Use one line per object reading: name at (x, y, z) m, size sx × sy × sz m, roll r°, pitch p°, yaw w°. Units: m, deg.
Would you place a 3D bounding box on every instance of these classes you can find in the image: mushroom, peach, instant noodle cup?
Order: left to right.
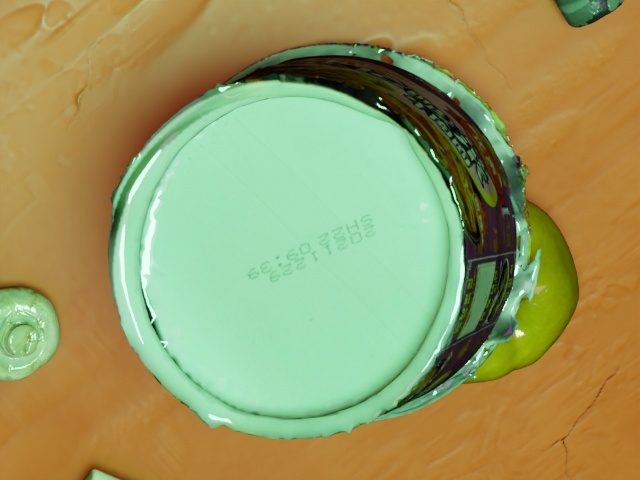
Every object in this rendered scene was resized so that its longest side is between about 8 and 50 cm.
mushroom at (-0.266, 0.081, 1.105) m, size 0.083 × 0.067 × 0.084 m, roll -2°, pitch 94°, yaw -26°
instant noodle cup at (0.000, 0.000, 0.974) m, size 0.339 × 0.266 × 0.340 m, roll 0°, pitch 93°, yaw 8°
peach at (0.144, 0.042, 1.148) m, size 0.179 × 0.103 × 0.179 m, roll -4°, pitch 107°, yaw -12°

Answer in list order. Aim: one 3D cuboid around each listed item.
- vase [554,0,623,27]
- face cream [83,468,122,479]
vase at (0.189, -0.284, 1.089) m, size 0.060 × 0.060 × 0.211 m, roll -34°, pitch 108°, yaw 1°
face cream at (-0.096, 0.354, 1.200) m, size 0.348 × 0.081 × 0.174 m, roll 26°, pitch 96°, yaw -15°
